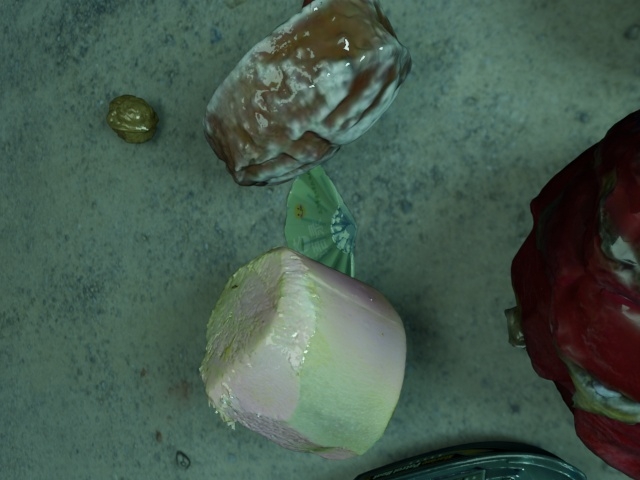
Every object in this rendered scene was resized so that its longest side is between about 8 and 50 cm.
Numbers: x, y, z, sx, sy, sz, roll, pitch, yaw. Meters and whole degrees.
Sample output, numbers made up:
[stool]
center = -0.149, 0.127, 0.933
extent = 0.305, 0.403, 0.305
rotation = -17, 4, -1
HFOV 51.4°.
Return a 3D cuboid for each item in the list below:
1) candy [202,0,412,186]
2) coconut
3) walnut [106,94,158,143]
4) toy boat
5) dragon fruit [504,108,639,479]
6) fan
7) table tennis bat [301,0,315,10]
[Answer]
[candy]
center = -0.016, -0.176, 0.835
extent = 0.289, 0.214, 0.157
rotation = -40, 74, 31
[coconut]
center = -0.009, 0.147, 0.824
extent = 0.233, 0.245, 0.233
rotation = -36, 37, 33
[walnut]
center = -0.326, -0.210, 1.154
extent = 0.096, 0.082, 0.079
rotation = 33, 138, 31
[toy boat]
center = 0.162, 0.305, 0.769
extent = 0.296, 0.122, 0.114
rotation = -26, 100, 32
[dragon fruit]
center = 0.314, 0.037, 0.532
extent = 0.329, 0.329, 0.329
rotation = 1, 91, 37
[fan]
center = 0.000, 0.000, 0.955
extent = 0.131, 0.009, 0.240
rotation = -20, 80, 38
[table tennis bat]
center = 0.029, -0.336, 0.923
extent = 0.154, 0.019, 0.098
rotation = -38, 69, 34
